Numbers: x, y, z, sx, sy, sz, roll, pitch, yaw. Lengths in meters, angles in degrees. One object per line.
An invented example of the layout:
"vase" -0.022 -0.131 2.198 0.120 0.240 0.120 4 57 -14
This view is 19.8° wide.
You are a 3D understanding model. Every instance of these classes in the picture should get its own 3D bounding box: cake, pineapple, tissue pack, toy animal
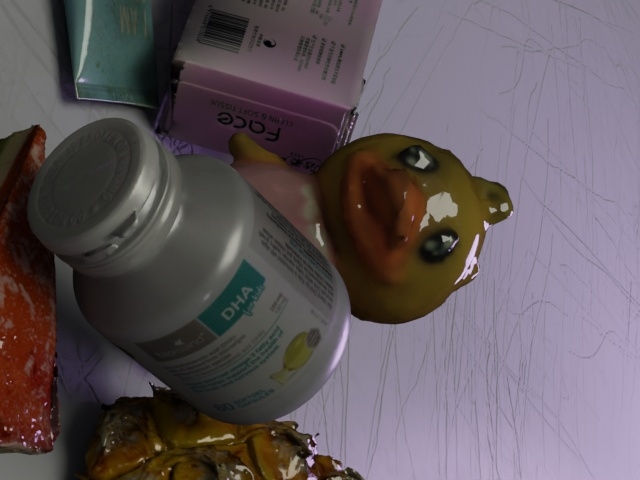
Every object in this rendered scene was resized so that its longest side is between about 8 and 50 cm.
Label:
"cake" -0.228 0.024 1.130 0.117 0.086 0.220 22 58 -56
"pineapple" -0.055 0.166 1.281 0.334 0.161 0.158 2 72 -56
"tissue pack" -0.027 -0.174 1.483 0.092 0.148 0.246 107 -1 -47
"toy animal" 0.004 0.004 1.362 0.169 0.281 0.195 38 37 -76

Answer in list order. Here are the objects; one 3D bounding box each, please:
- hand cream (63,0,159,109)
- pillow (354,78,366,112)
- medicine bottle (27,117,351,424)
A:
"hand cream" -0.170 -0.256 1.389 0.111 0.070 0.312 -2 81 -63
"pillow" -0.015 -0.133 1.597 0.128 0.051 0.229 65 31 -28
"medicine bottle" -0.086 0.017 1.173 0.215 0.135 0.135 44 41 -43
